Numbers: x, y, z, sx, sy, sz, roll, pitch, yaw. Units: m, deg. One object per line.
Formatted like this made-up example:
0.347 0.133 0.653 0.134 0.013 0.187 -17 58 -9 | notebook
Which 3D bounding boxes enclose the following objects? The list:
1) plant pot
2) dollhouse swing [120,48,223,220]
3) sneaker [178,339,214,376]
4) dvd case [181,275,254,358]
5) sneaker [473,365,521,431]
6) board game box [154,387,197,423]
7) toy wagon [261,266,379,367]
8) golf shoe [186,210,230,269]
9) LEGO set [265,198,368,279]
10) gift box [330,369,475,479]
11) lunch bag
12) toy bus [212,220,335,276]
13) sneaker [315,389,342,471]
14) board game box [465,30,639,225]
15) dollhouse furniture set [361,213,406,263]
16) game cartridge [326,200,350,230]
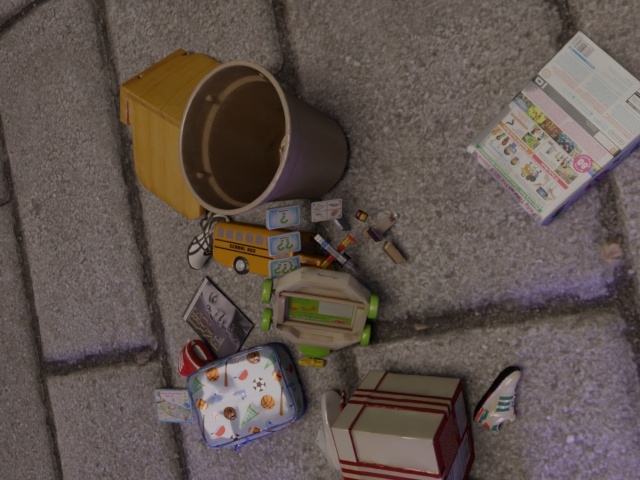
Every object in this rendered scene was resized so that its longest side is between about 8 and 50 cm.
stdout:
-0.106 -0.219 1.378 0.334 0.305 0.333 0 90 36 | plant pot
-0.354 -0.294 1.666 0.347 0.315 0.305 32 150 26 | dollhouse swing
-0.343 0.405 1.734 0.128 0.087 0.221 -36 79 51 | sneaker
-0.304 0.235 1.715 0.221 0.018 0.164 42 114 23 | dvd case
0.401 0.346 1.269 0.075 0.057 0.161 32 109 8 | sneaker
-0.449 0.511 1.821 0.154 0.026 0.103 -8 89 32 | board game box
-0.008 0.195 1.426 0.267 0.068 0.344 9 138 1 | toy wagon
-0.315 0.011 1.671 0.094 0.077 0.198 34 112 25 | golf shoe
0.000 0.000 1.358 0.060 0.244 0.182 -133 38 -58 | LEGO set
0.183 0.444 1.299 0.258 0.276 0.255 -3 105 29 | gift box
-0.202 0.423 1.576 0.303 0.115 0.243 -23 83 14 | lunch bag
-0.124 0.033 1.536 0.333 0.108 0.130 9 97 32 | toy bus
0.021 0.490 1.503 0.094 0.080 0.212 -13 88 44 | sneaker
0.476 -0.210 1.149 0.303 0.097 0.224 -47 69 24 | board game box
0.172 -0.005 1.406 0.081 0.091 0.114 -41 95 -14 | dollhouse furniture set
0.041 -0.060 1.455 0.017 0.056 0.083 -36 74 21 | game cartridge
